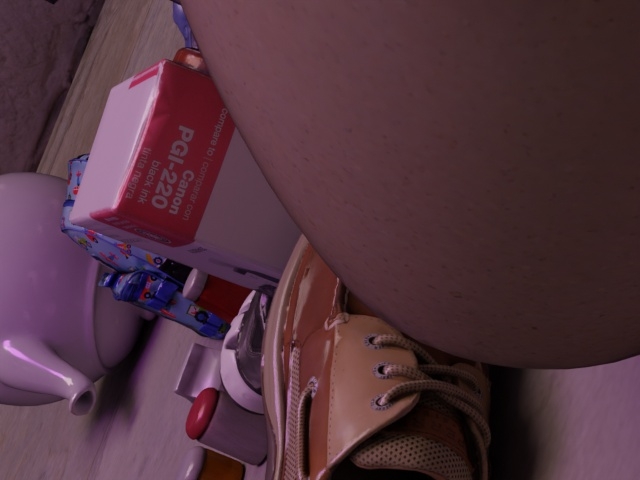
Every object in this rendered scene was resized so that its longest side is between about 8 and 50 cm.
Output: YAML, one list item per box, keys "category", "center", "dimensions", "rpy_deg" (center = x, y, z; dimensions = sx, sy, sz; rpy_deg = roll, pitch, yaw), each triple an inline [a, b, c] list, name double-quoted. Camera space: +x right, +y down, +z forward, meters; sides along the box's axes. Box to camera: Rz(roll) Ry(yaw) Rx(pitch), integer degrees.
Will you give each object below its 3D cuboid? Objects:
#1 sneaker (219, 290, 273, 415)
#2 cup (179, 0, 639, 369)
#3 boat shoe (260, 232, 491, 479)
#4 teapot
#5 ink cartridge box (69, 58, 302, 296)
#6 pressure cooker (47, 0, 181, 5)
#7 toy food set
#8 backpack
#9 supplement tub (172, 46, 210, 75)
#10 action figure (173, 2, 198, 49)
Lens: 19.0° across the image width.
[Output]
- category: "sneaker"
  center: [0.000, 0.000, 1.295]
  dimensions: [0.106, 0.078, 0.234]
  rpy_deg: [-33, 38, 60]
- category: "cup"
  center: [0.090, -0.091, 0.729]
  dimensions: [0.331, 0.331, 0.237]
  rpy_deg: [-83, -2, -51]
- category: "boat shoe"
  center: [0.037, 0.106, 0.923]
  dimensions: [0.120, 0.122, 0.324]
  rpy_deg: [-27, 48, 60]
- category: "teapot"
  center: [-0.251, 0.050, 1.916]
  dimensions: [0.252, 0.187, 0.256]
  rpy_deg: [42, -127, -77]
- category: "ink cartridge box"
  center: [-0.018, -0.016, 1.083]
  dimensions: [0.158, 0.218, 0.092]
  rpy_deg: [175, 113, -74]
- category: "pressure cooker"
  center: [-0.004, -0.289, 1.078]
  dimensions: [0.370, 0.420, 0.375]
  rpy_deg: [-68, 15, -14]
- category: "toy food set"
  center: [-0.072, 0.067, 1.370]
  dimensions: [0.111, 0.104, 0.232]
  rpy_deg: [-30, 37, 66]
- category: "backpack"
  center: [-0.143, -0.002, 1.602]
  dimensions: [0.117, 0.173, 0.158]
  rpy_deg: [-66, 15, -5]
- category: "supplement tub"
  center: [-0.126, -0.075, 1.806]
  dimensions: [0.198, 0.106, 0.106]
  rpy_deg: [-65, 14, -1]
- category: "action figure"
  center: [-0.073, -0.376, 1.996]
  dimensions: [0.330, 0.178, 0.341]
  rpy_deg: [-118, 30, -67]
